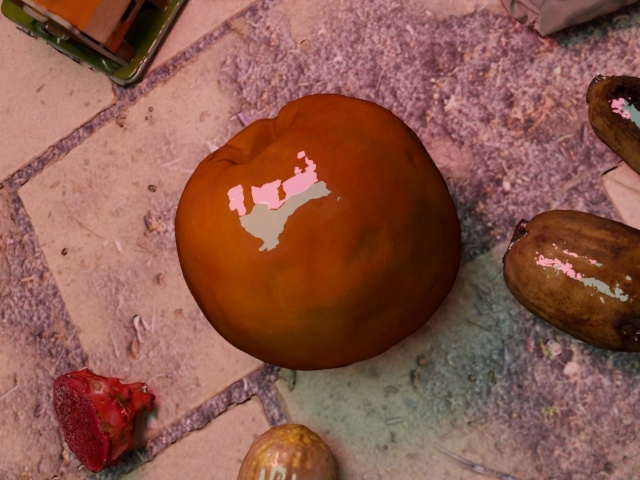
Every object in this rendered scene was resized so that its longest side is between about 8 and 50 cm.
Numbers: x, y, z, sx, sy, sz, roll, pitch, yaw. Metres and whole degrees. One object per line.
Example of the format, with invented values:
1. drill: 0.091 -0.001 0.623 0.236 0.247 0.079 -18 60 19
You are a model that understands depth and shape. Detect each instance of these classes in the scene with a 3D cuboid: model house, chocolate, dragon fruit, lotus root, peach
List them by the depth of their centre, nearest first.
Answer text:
1. lotus root: 0.335 0.051 1.162 0.260 0.128 0.145 25 78 24
2. lotus root: 0.391 -0.137 1.209 0.089 0.080 0.179 -43 65 9
3. peach: 0.000 0.000 1.215 0.343 0.343 0.302 -27 112 14
4. chocolate: -0.065 0.382 1.245 0.134 0.134 0.309 16 80 25
5. dragon fruit: -0.296 0.241 1.400 0.153 0.111 0.153 23 121 46
6. model house: -0.418 -0.446 1.490 0.357 0.313 0.242 32 88 26

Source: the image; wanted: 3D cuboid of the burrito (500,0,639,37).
1. burrito: 0.432 -0.370 1.238 0.445 0.101 0.139 -14 59 18
